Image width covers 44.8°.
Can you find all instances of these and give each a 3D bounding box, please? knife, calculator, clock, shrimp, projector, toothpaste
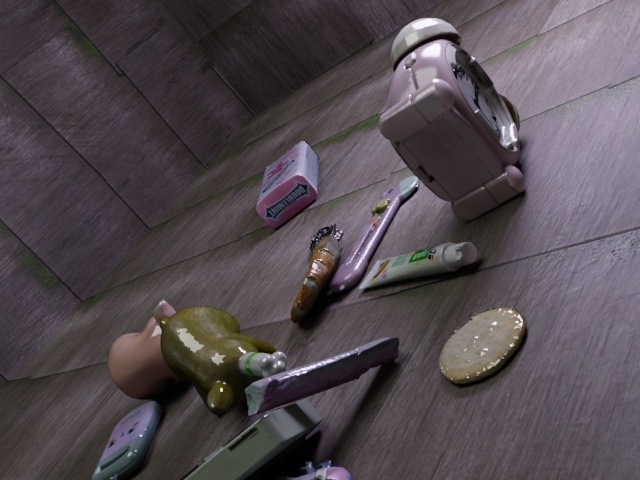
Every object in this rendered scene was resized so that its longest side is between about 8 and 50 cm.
[{"bbox_3d":[0.116,-0.021,1.747,0.132,0.038,0.398,-27,23,44],"label":"knife"},{"bbox_3d":[-0.424,0.451,1.717,0.141,0.045,0.246,-35,18,18],"label":"calculator"},{"bbox_3d":[0.263,-0.247,1.524,0.184,0.342,0.325,-23,33,31],"label":"clock"},{"bbox_3d":[-0.008,0.070,1.710,0.164,0.062,0.317,-60,3,34],"label":"shrimp"},{"bbox_3d":[-0.124,0.350,1.166,0.257,0.079,0.259,-40,-12,6],"label":"projector"},{"bbox_3d":[0.177,0.046,1.457,0.058,0.055,0.314,-4,-7,-32],"label":"toothpaste"}]

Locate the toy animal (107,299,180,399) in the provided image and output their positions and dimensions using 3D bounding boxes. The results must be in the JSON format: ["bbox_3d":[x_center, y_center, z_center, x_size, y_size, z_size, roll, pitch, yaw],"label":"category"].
[{"bbox_3d":[-0.377,0.275,1.846,0.256,0.195,0.213,-34,-6,17],"label":"toy animal"}]

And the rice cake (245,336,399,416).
[{"bbox_3d":[0.012,0.204,1.197,0.290,0.051,0.081,-12,-21,-39],"label":"rice cake"}]

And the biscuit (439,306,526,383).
[{"bbox_3d":[0.234,0.150,1.134,0.152,0.020,0.152,-37,19,14],"label":"biscuit"}]

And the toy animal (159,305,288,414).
[{"bbox_3d":[-0.183,0.253,1.538,0.181,0.180,0.363,-51,42,-10],"label":"toy animal"}]

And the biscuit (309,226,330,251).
[{"bbox_3d":[0.000,0.000,1.948,0.089,0.027,0.087,-50,21,-26],"label":"biscuit"}]

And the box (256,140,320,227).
[{"bbox_3d":[-0.099,-0.187,2.454,0.190,0.112,0.369,-35,19,13],"label":"box"}]

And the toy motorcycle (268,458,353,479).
[{"bbox_3d":[-0.025,0.366,1.010,0.204,0.108,0.239,-19,28,49],"label":"toy motorcycle"}]
